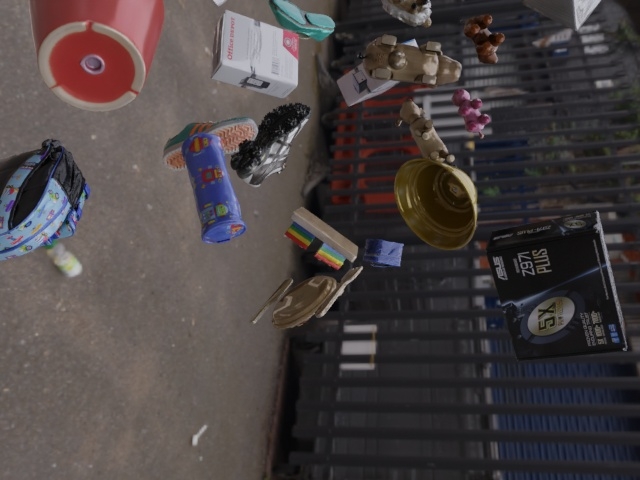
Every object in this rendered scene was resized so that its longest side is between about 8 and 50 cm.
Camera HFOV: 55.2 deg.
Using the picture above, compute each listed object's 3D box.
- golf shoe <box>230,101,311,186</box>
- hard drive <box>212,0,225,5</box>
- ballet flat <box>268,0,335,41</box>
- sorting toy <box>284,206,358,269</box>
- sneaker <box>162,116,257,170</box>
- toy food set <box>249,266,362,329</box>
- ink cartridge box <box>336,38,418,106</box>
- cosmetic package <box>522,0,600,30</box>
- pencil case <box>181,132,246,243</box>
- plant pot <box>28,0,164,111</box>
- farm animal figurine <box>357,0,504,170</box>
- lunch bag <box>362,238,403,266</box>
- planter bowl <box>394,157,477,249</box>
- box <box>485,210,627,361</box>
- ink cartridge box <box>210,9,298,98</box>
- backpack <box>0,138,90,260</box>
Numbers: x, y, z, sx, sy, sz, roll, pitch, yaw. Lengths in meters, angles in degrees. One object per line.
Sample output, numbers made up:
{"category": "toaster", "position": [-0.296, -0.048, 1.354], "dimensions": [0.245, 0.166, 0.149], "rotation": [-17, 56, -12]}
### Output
{"category": "golf shoe", "position": [-0.090, -0.189, 1.210], "dimensions": [0.198, 0.077, 0.094], "rotation": [-44, 145, -10]}
{"category": "hard drive", "position": [-0.292, -0.809, 1.670], "dimensions": [0.353, 0.233, 0.047], "rotation": [48, 4, 30]}
{"category": "ballet flat", "position": [-0.065, -0.611, 1.731], "dimensions": [0.247, 0.087, 0.083], "rotation": [-1, 60, -46]}
{"category": "sorting toy", "position": [0.000, 0.000, 2.125], "dimensions": [0.089, 0.255, 0.257], "rotation": [-54, 180, 8]}
{"category": "sneaker", "position": [-0.336, -0.316, 1.837], "dimensions": [0.108, 0.302, 0.121], "rotation": [64, 10, -48]}
{"category": "toy food set", "position": [-0.020, 0.101, 0.975], "dimensions": [0.132, 0.192, 0.039], "rotation": [-48, 112, -35]}
{"category": "ink cartridge box", "position": [0.155, -0.433, 1.588], "dimensions": [0.139, 0.190, 0.082], "rotation": [-29, 95, -32]}
{"category": "cosmetic package", "position": [0.318, -0.388, 0.779], "dimensions": [0.127, 0.107, 0.238], "rotation": [-55, 158, 10]}
{"category": "pencil case", "position": [-0.284, -0.137, 1.616], "dimensions": [0.133, 0.119, 0.306], "rotation": [102, -27, -63]}
{"category": "plant pot", "position": [-0.451, -0.409, 1.232], "dimensions": [0.275, 0.274, 0.243], "rotation": [73, 2, -48]}
{"category": "farm animal figurine", "position": [0.231, -0.357, 1.358], "dimensions": [0.172, 0.326, 0.330], "rotation": [-98, -147, -78]}
{"category": "lunch bag", "position": [0.152, 0.034, 1.512], "dimensions": [0.067, 0.098, 0.065], "rotation": [2, -97, 63]}
{"category": "planter bowl", "position": [0.270, -0.094, 1.327], "dimensions": [0.090, 0.217, 0.217], "rotation": [-32, 126, -31]}
{"category": "box", "position": [0.328, 0.066, 0.851], "dimensions": [0.077, 0.147, 0.180], "rotation": [-44, 119, -58]}
{"category": "ink cartridge box", "position": [-0.120, -0.336, 1.115], "dimensions": [0.063, 0.150, 0.109], "rotation": [-23, -119, 58]}
{"category": "backpack", "position": [-0.424, -0.042, 0.864], "dimensions": [0.117, 0.158, 0.173], "rotation": [70, 12, -45]}
